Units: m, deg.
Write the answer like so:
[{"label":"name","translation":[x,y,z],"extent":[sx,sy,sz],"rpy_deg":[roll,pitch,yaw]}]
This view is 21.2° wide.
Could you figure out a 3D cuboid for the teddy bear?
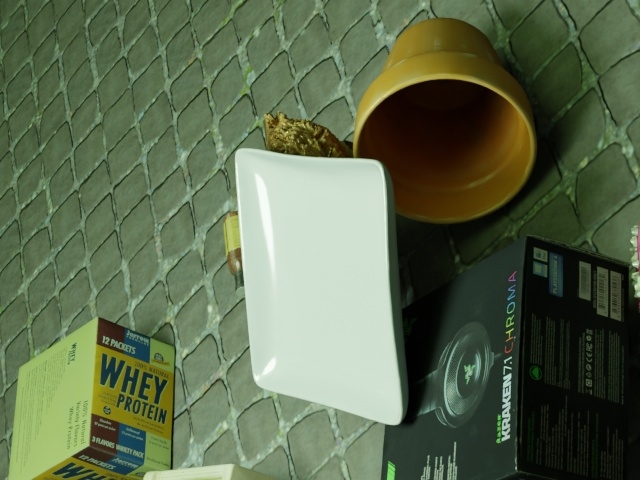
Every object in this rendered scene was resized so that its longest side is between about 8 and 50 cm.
[{"label":"teddy bear","translation":[0.000,0.000,2.036],"extent":[0.245,0.113,0.338],"rpy_deg":[-117,21,-66]}]

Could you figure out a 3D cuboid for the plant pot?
[{"label":"plant pot","translation":[0.143,-0.156,1.972],"extent":[0.205,0.205,0.188],"rpy_deg":[-42,25,30]}]

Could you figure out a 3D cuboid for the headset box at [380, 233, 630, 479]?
[{"label":"headset box","translation":[0.179,0.162,1.734],"extent":[0.283,0.131,0.246],"rpy_deg":[-35,44,56]}]

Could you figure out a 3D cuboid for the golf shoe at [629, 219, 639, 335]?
[{"label":"golf shoe","translation":[0.369,0.080,1.614],"extent":[0.140,0.115,0.306],"rpy_deg":[-10,41,9]}]

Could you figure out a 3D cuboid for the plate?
[{"label":"plate","translation":[0.007,0.041,1.838],"extent":[0.277,0.045,0.278],"rpy_deg":[8,105,54]}]

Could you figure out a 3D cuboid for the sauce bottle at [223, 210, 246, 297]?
[{"label":"sauce bottle","translation":[-0.108,0.020,2.315],"extent":[0.042,0.042,0.128],"rpy_deg":[-37,45,35]}]

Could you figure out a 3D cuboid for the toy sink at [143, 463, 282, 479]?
[{"label":"toy sink","translation":[-0.147,0.365,2.084],"extent":[0.234,0.131,0.153],"rpy_deg":[-13,60,50]}]

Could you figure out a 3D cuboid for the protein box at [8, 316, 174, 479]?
[{"label":"protein box","translation":[-0.317,0.247,2.373],"extent":[0.201,0.136,0.200],"rpy_deg":[-32,46,40]}]
